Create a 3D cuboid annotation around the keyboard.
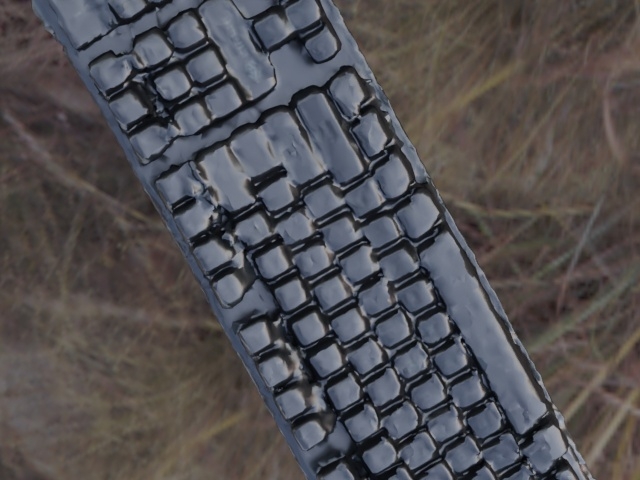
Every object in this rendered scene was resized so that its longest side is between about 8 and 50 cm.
[{"bbox_3d":[0.000,0.000,0.380,0.072,0.023,0.231,-29,98,-4],"label":"keyboard"}]
